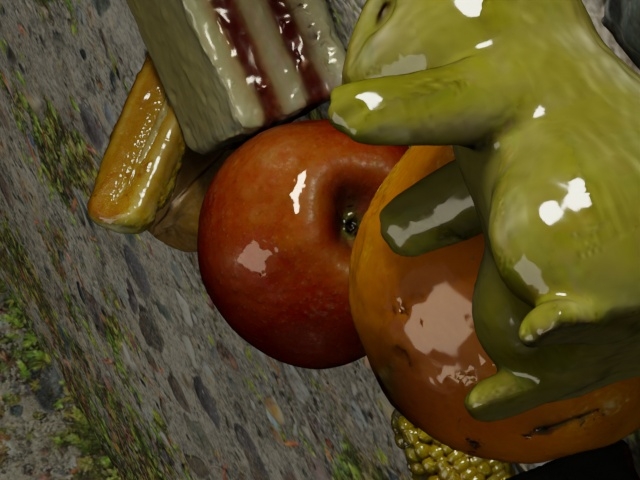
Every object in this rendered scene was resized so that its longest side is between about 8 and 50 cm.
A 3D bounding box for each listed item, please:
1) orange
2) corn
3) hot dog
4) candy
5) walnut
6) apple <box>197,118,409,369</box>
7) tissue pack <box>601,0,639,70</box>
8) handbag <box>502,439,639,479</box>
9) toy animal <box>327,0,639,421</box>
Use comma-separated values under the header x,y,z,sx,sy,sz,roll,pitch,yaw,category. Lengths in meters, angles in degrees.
x,y,z,sx,sy,sz,roll,pitch,yaw,category
0.141,0.030,1.025,0.246,0.246,0.246,50,154,35,orange
0.162,0.266,1.453,0.320,0.097,0.097,60,159,10,corn
-0.150,-0.135,1.558,0.088,0.286,0.061,16,164,31,hot dog
-0.103,-0.246,1.462,0.320,0.135,0.179,66,160,2,candy
-0.127,-0.071,1.677,0.165,0.165,0.197,62,164,8,walnut
0.000,0.000,1.375,0.218,0.218,0.201,66,154,-2,apple
0.293,-0.070,0.733,0.361,0.122,0.259,54,162,21,tissue pack
0.197,0.278,1.266,0.254,0.181,0.181,122,127,-67,handbag
0.084,-0.078,0.852,0.363,0.180,0.181,58,172,22,toy animal
